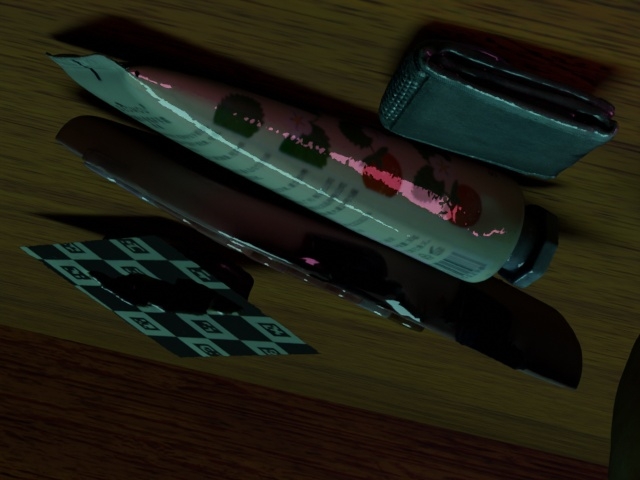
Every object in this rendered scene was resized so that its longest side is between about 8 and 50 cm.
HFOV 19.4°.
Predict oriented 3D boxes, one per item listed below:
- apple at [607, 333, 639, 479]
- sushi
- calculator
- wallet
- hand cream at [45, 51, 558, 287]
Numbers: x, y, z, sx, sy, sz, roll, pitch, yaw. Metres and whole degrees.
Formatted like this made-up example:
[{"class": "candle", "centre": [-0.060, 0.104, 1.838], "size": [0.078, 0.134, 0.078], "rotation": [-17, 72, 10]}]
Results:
[{"class": "apple", "centre": [0.266, 0.124, 0.915], "size": [0.234, 0.257, 0.257], "rotation": [-8, 164, 20]}, {"class": "sushi", "centre": [-0.118, 0.030, 1.566], "size": [0.192, 0.050, 0.215], "rotation": [38, 155, -31]}, {"class": "calculator", "centre": [0.000, 0.000, 1.057], "size": [0.329, 0.048, 0.220], "rotation": [21, -174, -41]}, {"class": "wallet", "centre": [0.072, -0.056, 0.786], "size": [0.088, 0.026, 0.129], "rotation": [18, 172, -3]}, {"class": "hand cream", "centre": [-0.002, -0.041, 0.927], "size": [0.276, 0.059, 0.095], "rotation": [21, 176, -26]}]
